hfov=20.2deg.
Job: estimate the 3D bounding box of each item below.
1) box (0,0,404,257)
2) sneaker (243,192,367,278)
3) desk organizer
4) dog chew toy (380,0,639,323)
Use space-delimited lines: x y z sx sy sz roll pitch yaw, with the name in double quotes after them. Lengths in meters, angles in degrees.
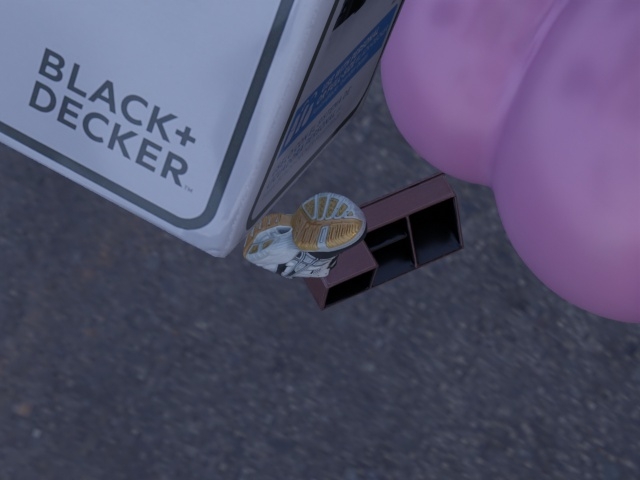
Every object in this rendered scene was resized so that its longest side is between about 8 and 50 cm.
-0.028 -0.162 0.332 0.169 0.087 0.290 27 123 9 "box"
0.000 0.000 0.884 0.083 0.037 0.032 -11 53 51 "sneaker"
0.047 0.000 1.361 0.130 0.047 0.050 -23 69 -17 "desk organizer"
0.170 -0.039 0.785 0.332 0.206 0.206 29 87 18 "dog chew toy"
